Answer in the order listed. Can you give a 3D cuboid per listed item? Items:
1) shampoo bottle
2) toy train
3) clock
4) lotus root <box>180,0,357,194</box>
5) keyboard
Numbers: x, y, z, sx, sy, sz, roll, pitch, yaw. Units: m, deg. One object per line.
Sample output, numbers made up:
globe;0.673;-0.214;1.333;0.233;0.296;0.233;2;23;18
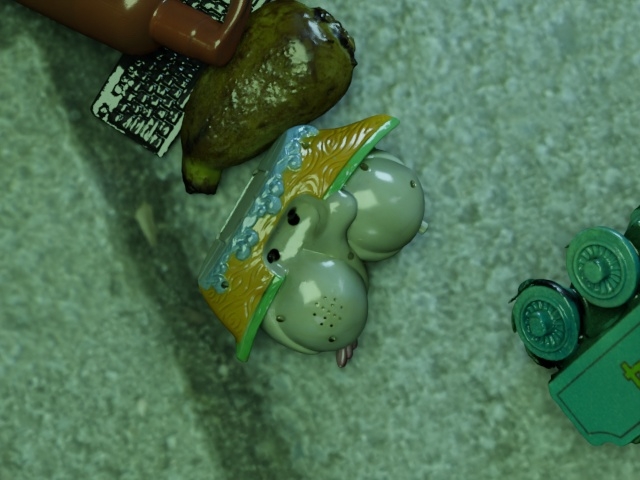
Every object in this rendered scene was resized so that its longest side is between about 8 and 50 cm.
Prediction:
shampoo bottle;-0.171;-0.204;1.295;0.244;0.085;0.085;25;85;22
toy train;0.241;0.063;1.202;0.107;0.198;0.154;-25;71;-44
clock;0.000;0.000;1.266;0.144;0.103;0.231;30;90;-14
lotus root;-0.055;-0.116;1.296;0.190;0.094;0.108;-44;46;3
keyboard;-0.100;-0.194;1.346;0.087;0.017;0.250;34;87;8
